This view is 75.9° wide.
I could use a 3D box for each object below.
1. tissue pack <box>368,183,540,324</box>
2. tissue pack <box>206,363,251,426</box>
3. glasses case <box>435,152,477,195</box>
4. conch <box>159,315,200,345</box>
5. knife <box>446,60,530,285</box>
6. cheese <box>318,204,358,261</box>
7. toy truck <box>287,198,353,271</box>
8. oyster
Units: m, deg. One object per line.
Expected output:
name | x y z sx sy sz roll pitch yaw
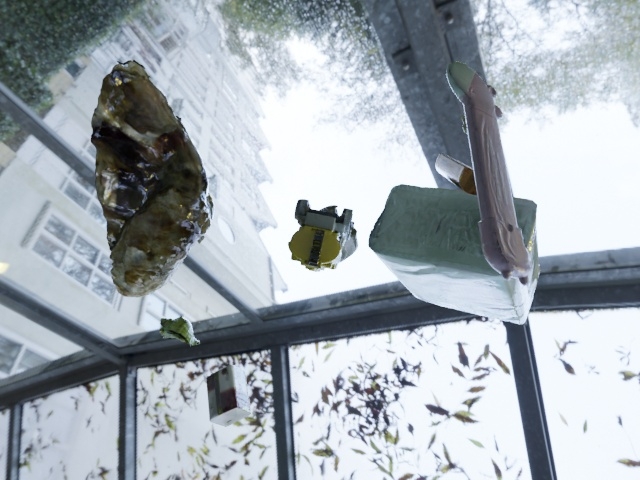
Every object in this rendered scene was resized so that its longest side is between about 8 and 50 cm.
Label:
tissue pack | 0.356 0.044 1.032 0.331 0.405 0.206 13 -105 33
tissue pack | -0.295 0.493 1.309 0.106 0.099 0.149 -30 -133 9
glasses case | 0.264 -0.123 0.769 0.170 0.064 0.041 -86 -159 -71
conch | -0.368 0.235 1.055 0.121 0.089 0.074 34 -86 9
knife | 0.261 -0.123 0.649 0.038 0.132 0.400 -38 -136 52
cheese | 0.023 -0.010 1.130 0.175 0.203 0.091 -29 -126 -10
toy truck | 0.000 0.000 0.735 0.097 0.227 0.114 12 -94 5
oyster | -0.220 -0.066 0.525 0.166 0.295 0.094 -27 -140 -29
